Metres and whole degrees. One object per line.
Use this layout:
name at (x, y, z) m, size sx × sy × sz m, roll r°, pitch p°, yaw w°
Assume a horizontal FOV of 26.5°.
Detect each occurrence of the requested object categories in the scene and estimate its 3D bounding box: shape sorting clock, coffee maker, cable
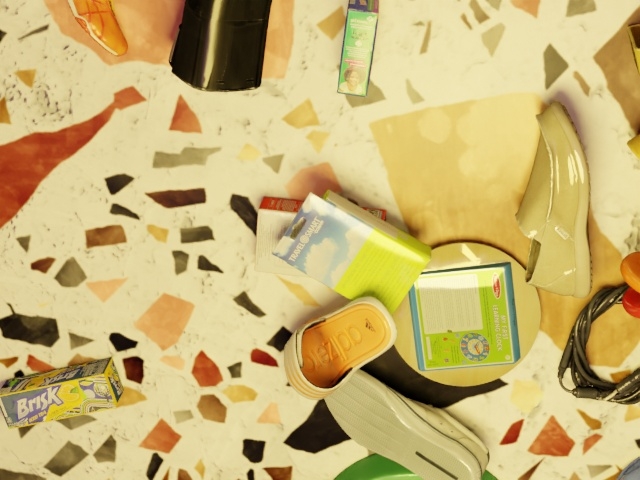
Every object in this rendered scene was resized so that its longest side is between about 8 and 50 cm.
shape sorting clock at (0.194, 0.100, 1.831) m, size 0.206 × 0.040 × 0.206 m, roll 2°, pitch 108°, yaw 6°
coffee maker at (-0.118, -0.272, 1.647) m, size 0.120 × 0.171 × 0.178 m, roll 4°, pitch 115°, yaw -13°
cable at (0.407, 0.141, 1.821) m, size 0.151 × 0.047 × 0.184 m, roll 16°, pitch 112°, yaw 0°

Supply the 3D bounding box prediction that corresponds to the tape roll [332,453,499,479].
tape roll at (0.140, 0.456, 1.965) m, size 0.321 × 0.077 × 0.321 m, roll 2°, pitch 113°, yaw 5°

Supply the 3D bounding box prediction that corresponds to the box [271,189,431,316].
box at (0.040, 0.015, 1.756) m, size 0.178 × 0.042 × 0.109 m, roll 30°, pitch 113°, yaw -7°

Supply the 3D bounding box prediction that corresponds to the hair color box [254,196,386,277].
hair color box at (0.000, 0.000, 1.807) m, size 0.167 × 0.053 × 0.093 m, roll 7°, pitch 113°, yaw 5°

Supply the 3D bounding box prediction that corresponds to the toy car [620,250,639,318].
toy car at (0.460, 0.072, 1.731) m, size 0.182 × 0.159 × 0.136 m, roll 41°, pitch 124°, yaw -11°

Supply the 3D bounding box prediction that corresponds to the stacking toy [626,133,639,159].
stacking toy at (0.532, -0.034, 1.617) m, size 0.309 × 0.279 × 0.130 m, roll 42°, pitch 105°, yaw -12°

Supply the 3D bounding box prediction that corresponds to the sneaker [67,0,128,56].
sneaker at (-0.287, -0.312, 1.710) m, size 0.067 × 0.064 × 0.175 m, roll -28°, pitch 109°, yaw 6°

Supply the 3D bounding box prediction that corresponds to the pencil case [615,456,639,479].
pencil case at (0.526, 0.436, 1.883) m, size 0.119 × 0.133 × 0.306 m, roll -19°, pitch 111°, yaw 49°

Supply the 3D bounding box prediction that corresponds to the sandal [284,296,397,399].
sandal at (0.003, 0.147, 1.792) m, size 0.102 × 0.076 × 0.265 m, roll 57°, pitch 144°, yaw 8°

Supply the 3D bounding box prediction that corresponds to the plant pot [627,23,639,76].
plant pot at (0.425, -0.217, 1.658) m, size 0.082 × 0.081 × 0.083 m, roll -9°, pitch 118°, yaw 10°

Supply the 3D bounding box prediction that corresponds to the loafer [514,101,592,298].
loafer at (0.294, -0.044, 1.729) m, size 0.092 × 0.102 × 0.268 m, roll -8°, pitch 112°, yaw 3°

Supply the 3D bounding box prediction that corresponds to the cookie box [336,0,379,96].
cookie box at (0.047, -0.243, 1.682) m, size 0.040 × 0.092 × 0.107 m, roll 7°, pitch 113°, yaw 1°

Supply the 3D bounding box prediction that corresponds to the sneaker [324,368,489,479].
sneaker at (0.118, 0.257, 1.883) m, size 0.258 × 0.091 × 0.094 m, roll 37°, pitch 117°, yaw 14°

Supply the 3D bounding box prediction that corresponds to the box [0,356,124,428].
box at (-0.372, 0.219, 1.939) m, size 0.169 × 0.054 × 0.059 m, roll -12°, pitch 110°, yaw 12°
